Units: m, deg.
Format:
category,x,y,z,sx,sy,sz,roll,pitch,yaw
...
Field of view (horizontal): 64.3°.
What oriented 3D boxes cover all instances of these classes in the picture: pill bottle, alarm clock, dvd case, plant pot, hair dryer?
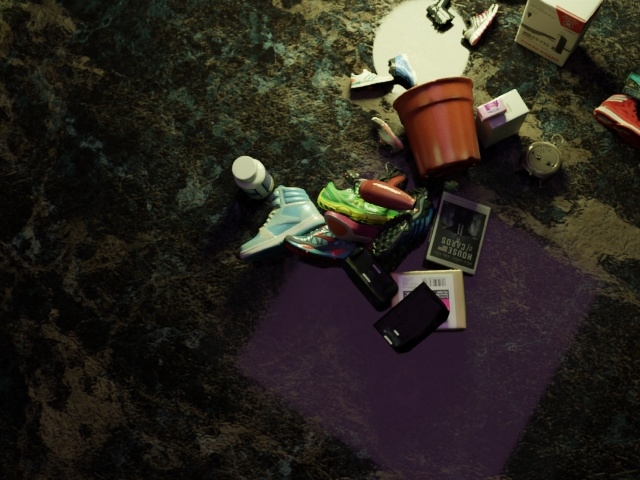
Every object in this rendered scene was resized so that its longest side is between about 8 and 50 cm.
category,x,y,z,sx,sy,sz,roll,pitch,yaw
pill bottle,-0.240,-0.223,1.788,0.112,0.186,0.112,-2,77,8
alarm clock,0.750,-0.281,1.707,0.129,0.064,0.192,37,82,15
dvd case,0.451,-0.023,1.681,0.179,0.029,0.238,18,80,-9
plant pot,0.402,-0.358,1.689,0.272,0.272,0.265,-13,83,6
hair dryer,0.224,-0.185,1.665,0.224,0.080,0.293,-14,40,-13

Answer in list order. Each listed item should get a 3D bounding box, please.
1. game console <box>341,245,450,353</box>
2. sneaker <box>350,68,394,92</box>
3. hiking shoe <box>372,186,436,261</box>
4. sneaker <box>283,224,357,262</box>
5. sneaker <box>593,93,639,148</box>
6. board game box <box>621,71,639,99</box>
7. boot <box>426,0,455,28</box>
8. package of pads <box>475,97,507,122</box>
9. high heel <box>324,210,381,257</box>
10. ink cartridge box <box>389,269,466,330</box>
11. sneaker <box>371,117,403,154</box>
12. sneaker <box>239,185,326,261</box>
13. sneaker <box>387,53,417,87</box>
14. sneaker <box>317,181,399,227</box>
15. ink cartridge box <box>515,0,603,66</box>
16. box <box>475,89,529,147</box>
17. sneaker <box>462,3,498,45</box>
category,x,y,z,sx,sy,sz,roll,pitch,yaw
game console,0.217,0.163,1.615,0.213,0.044,0.361,-40,72,1
sneaker,0.186,-0.597,1.870,0.161,0.057,0.075,-8,82,10
hiking shoe,0.287,-0.034,1.650,0.132,0.113,0.304,49,67,-24
sneaker,0.000,0.000,1.715,0.262,0.104,0.125,11,78,-21
sneaker,1.032,-0.404,1.675,0.221,0.087,0.128,44,89,14
board game box,1.100,-0.485,1.680,0.186,0.026,0.126,30,50,14
boot,0.463,-0.854,1.890,0.121,0.045,0.099,-36,72,7
package of pads,0.538,-0.411,1.607,0.083,0.032,0.050,-23,77,5
high heel,0.116,-0.050,1.689,0.244,0.082,0.117,33,52,-20
ink cartridge box,0.344,0.198,1.650,0.235,0.088,0.193,-4,76,9
sneaker,0.225,-0.371,1.814,0.065,0.061,0.158,-41,74,5
sneaker,-0.162,-0.069,1.777,0.319,0.127,0.208,-26,76,-7
sneaker,0.293,-0.607,1.853,0.085,0.058,0.152,-18,71,-1
sneaker,0.137,-0.128,1.746,0.296,0.109,0.123,19,81,11
ink cartridge box,0.783,-0.731,1.694,0.197,0.273,0.114,37,89,15
box,0.597,-0.402,1.700,0.130,0.170,0.091,-26,76,3
sneaker,0.575,-0.795,1.848,0.075,0.063,0.170,36,90,9
